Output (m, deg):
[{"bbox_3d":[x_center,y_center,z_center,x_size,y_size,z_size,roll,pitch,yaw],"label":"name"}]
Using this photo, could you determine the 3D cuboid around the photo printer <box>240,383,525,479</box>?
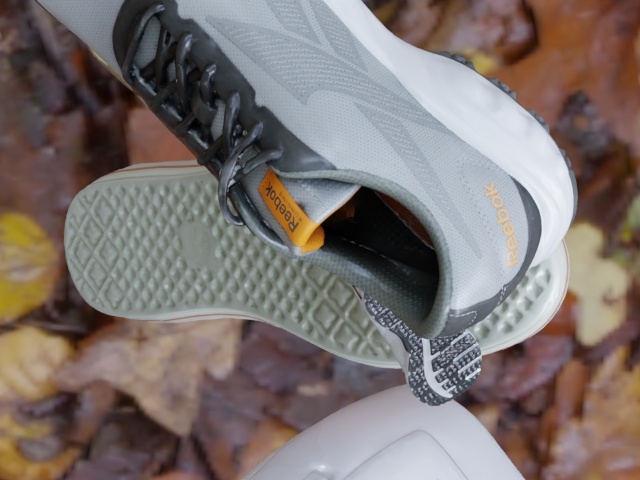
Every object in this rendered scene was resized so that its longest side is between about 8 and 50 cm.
[{"bbox_3d":[0.059,0.249,1.050,0.307,0.107,0.256,52,50,-2],"label":"photo printer"}]

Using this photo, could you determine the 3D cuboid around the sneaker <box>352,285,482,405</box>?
[{"bbox_3d":[0.045,0.036,0.891,0.040,0.043,0.109,-31,130,-3],"label":"sneaker"}]

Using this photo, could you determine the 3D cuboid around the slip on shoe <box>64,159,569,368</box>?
[{"bbox_3d":[0.000,0.000,1.020,0.101,0.331,0.123,-12,100,-47],"label":"slip on shoe"}]

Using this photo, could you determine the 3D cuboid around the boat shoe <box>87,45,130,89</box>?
[{"bbox_3d":[-0.082,-0.120,1.293,0.080,0.223,0.073,1,118,-45],"label":"boat shoe"}]

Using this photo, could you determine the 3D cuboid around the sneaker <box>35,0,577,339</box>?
[{"bbox_3d":[-0.022,-0.060,0.779,0.271,0.100,0.108,34,49,5],"label":"sneaker"}]
